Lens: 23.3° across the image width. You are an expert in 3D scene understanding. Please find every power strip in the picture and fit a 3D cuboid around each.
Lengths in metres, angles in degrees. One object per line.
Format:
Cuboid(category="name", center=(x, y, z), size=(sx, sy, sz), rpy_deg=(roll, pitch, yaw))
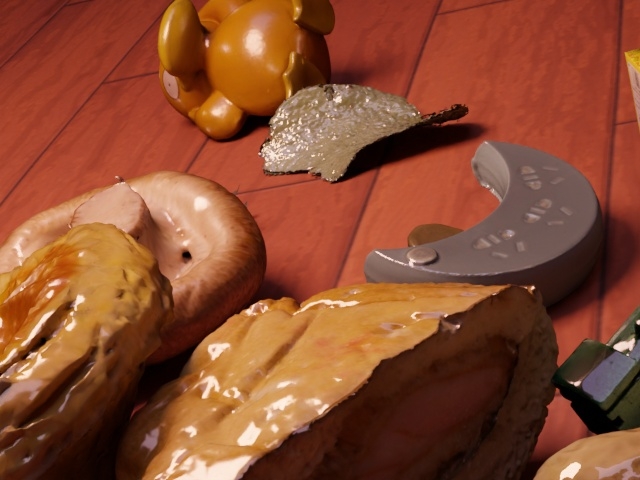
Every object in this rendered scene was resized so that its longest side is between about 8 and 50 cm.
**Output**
Cuboid(category="power strip", center=(0.150, 0.000, 1.325), size=(0.167, 0.054, 0.253), rpy_deg=(13, 37, 27))

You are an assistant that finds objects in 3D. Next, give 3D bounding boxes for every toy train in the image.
Cuboid(category="toy train", center=(0.241, 0.075, 1.041), size=(0.170, 0.111, 0.071), rpy_deg=(-47, 34, -11))

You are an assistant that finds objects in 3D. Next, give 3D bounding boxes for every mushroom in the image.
Cuboid(category="mushroom", center=(-0.183, 0.037, 1.401), size=(0.278, 0.146, 0.278), rpy_deg=(-10, 34, 7))

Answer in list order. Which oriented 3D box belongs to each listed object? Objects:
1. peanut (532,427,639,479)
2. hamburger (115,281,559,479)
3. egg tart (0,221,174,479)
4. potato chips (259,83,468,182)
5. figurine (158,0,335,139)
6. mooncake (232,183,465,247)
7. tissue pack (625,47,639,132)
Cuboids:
Cuboid(category="peanut", center=(0.222, 0.144, 0.956), size=(0.214, 0.090, 0.099), rpy_deg=(-20, 45, -6))
Cuboid(category="hamburger", center=(-0.005, 0.135, 1.044), size=(0.330, 0.162, 0.209), rpy_deg=(-38, 28, -33))
Cuboid(category="egg tart", center=(-0.273, 0.166, 1.085), size=(0.443, 0.178, 0.443), rpy_deg=(-27, 18, 10))
Cuboid(category="potato chips", center=(0.049, -0.123, 1.703), size=(0.228, 0.059, 0.167), rpy_deg=(12, 43, 40))
Cuboid(category="figurine", center=(-0.094, -0.218, 1.891), size=(0.228, 0.215, 0.215), rpy_deg=(5, 28, 11))
Cuboid(category="mooncake", center=(-0.002, -0.013, 1.495), size=(0.150, 0.057, 0.347), rpy_deg=(-14, 18, -25))
Cuboid(category="tissue pack", center=(0.342, -0.116, 1.441), size=(0.062, 0.095, 0.176), rpy_deg=(-16, 23, 1))
